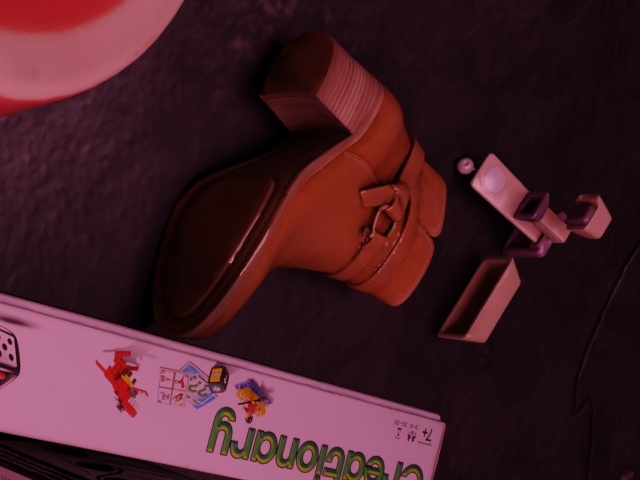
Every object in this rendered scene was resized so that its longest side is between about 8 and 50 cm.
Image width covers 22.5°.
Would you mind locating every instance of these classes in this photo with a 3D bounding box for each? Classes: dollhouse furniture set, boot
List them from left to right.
[{"bbox_3d":[0.000,0.000,0.909,0.152,0.073,0.197,47,68,-43],"label":"boot"},{"bbox_3d":[0.108,0.004,1.017,0.081,0.091,0.114,41,71,-24],"label":"dollhouse furniture set"}]

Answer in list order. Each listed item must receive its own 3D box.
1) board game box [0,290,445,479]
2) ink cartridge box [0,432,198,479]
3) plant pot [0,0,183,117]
[{"bbox_3d":[-0.113,0.059,0.720,0.305,0.193,0.053,20,83,-44],"label":"board game box"},{"bbox_3d":[-0.126,0.112,0.706,0.097,0.207,0.046,11,90,-45],"label":"ink cartridge box"},{"bbox_3d":[-0.184,-0.143,0.549,0.275,0.243,0.275,-3,94,-53],"label":"plant pot"}]
